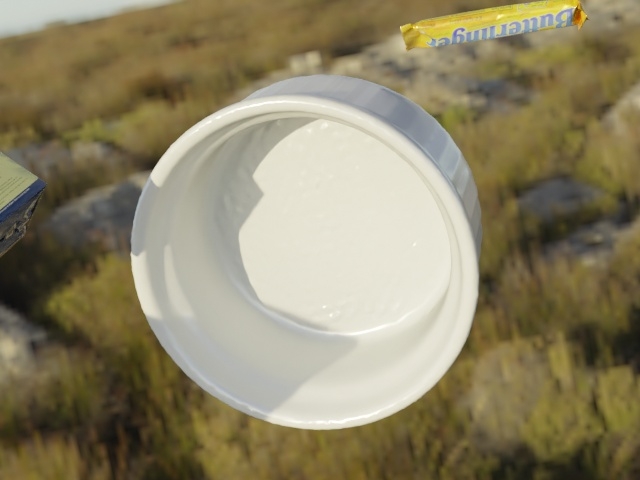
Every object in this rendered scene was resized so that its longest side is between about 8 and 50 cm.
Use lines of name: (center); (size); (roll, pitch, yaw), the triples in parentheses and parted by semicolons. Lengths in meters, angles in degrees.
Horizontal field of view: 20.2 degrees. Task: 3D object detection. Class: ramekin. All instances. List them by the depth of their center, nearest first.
ramekin: (0.000, 0.000, 1.444); (0.277, 0.277, 0.135); (-9, 18, 18)

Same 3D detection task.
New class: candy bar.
candy bar: (0.149, -0.185, 1.536); (0.161, 0.018, 0.040); (-7, -26, 12)

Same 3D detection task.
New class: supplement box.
supplement box: (-0.258, -0.027, 1.283); (0.056, 0.083, 0.083); (-59, -6, 36)
